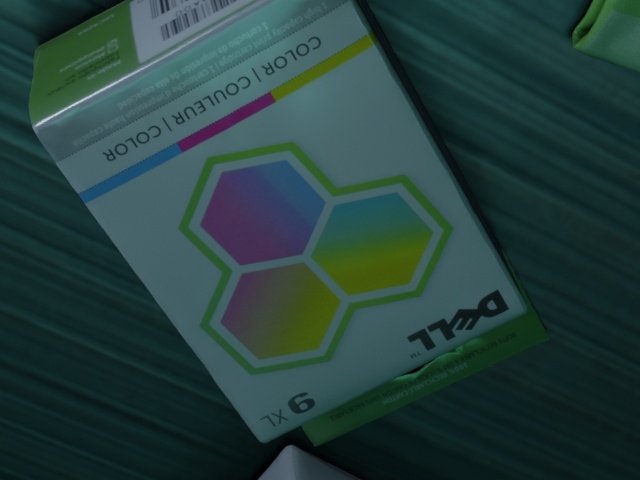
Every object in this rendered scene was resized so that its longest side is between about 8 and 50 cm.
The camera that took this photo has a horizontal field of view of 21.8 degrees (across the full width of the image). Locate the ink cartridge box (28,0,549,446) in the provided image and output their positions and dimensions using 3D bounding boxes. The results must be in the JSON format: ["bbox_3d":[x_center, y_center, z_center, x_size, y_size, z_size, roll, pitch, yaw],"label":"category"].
[{"bbox_3d":[0.000,0.000,0.586,0.109,0.062,0.209,-27,121,8],"label":"ink cartridge box"}]

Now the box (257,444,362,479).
[{"bbox_3d":[0.011,0.212,0.683,0.182,0.119,0.181,30,113,-24],"label":"box"}]

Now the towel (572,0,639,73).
[{"bbox_3d":[0.178,-0.089,0.580,0.152,0.023,0.113,16,117,-16],"label":"towel"}]
